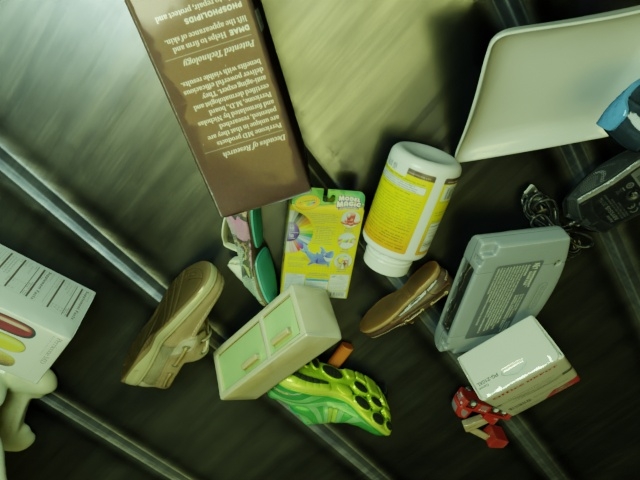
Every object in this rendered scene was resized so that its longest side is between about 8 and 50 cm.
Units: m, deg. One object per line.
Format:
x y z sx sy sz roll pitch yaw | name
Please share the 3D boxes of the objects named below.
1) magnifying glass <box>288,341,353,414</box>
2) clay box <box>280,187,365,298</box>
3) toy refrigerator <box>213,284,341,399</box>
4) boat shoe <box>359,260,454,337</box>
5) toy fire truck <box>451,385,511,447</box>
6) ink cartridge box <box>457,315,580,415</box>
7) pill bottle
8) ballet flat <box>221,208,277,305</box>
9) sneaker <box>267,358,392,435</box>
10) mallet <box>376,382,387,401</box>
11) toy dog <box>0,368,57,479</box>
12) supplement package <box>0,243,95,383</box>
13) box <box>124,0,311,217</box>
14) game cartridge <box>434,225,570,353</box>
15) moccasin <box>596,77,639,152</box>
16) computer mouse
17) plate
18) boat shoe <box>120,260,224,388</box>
0.003 0.311 1.047 0.092 0.026 0.230 23 115 -18 | magnifying glass
0.000 0.000 0.845 0.128 0.053 0.221 4 120 -8 | clay box
-0.093 0.197 0.878 0.094 0.102 0.269 15 135 -41 | toy refrigerator
0.172 0.130 0.927 0.207 0.073 0.073 -40 114 17 | boat shoe
0.389 0.430 1.141 0.192 0.047 0.135 18 118 -15 | toy fire truck
0.413 0.265 0.969 0.172 0.100 0.237 -36 140 15 | ink cartridge box
0.144 -0.048 0.793 0.118 0.117 0.214 11 119 -12 | pill bottle
-0.132 0.016 0.839 0.079 0.077 0.221 0 117 16 | ballet flat
0.022 0.334 1.001 0.296 0.109 0.123 29 125 -14 | sneaker
0.062 0.374 1.071 0.190 0.039 0.062 -11 120 -6 | mallet
-0.712 0.404 0.811 0.396 0.407 0.284 32 112 -22 | toy dog
-0.551 0.113 0.812 0.244 0.133 0.139 34 112 -22 | supplement package
-0.129 -0.244 0.608 0.143 0.191 0.381 -14 121 3 | box
0.344 0.099 0.899 0.198 0.062 0.297 -9 132 -18 | game cartridge
0.543 -0.192 0.683 0.342 0.116 0.137 -27 156 -17 | moccasin
0.510 -0.091 0.837 0.272 0.072 0.188 -32 121 27 | computer mouse
0.348 -0.227 0.688 0.279 0.045 0.277 -11 156 1 | plate
-0.260 0.168 0.890 0.110 0.121 0.341 27 125 -25 | boat shoe
